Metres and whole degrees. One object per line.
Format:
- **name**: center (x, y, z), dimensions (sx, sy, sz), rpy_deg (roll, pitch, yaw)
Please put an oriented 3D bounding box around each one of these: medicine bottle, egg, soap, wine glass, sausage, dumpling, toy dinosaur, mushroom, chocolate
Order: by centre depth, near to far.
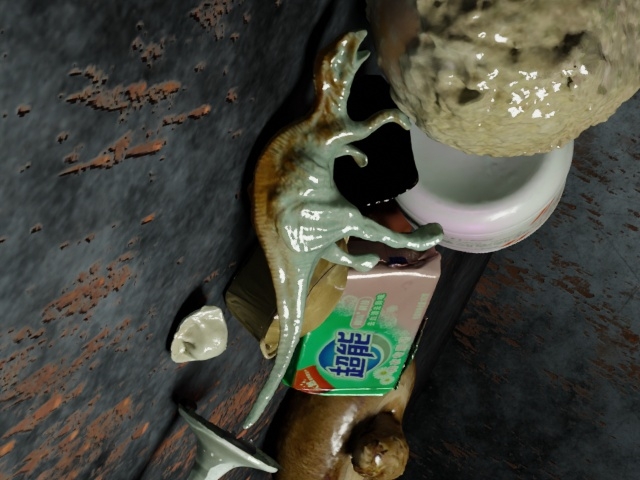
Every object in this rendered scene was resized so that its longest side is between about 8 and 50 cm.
- **egg**: center (0.179, -0.211, 0.871), dimensions (0.310, 0.279, 0.279), rpy_deg (18, 103, -49)
- **toy dinosaur**: center (0.000, 0.000, 0.894), dimensions (0.206, 0.092, 0.392), rpy_deg (23, 103, -34)
- **dumpling**: center (-0.124, 0.094, 0.906), dimensions (0.076, 0.057, 0.052), rpy_deg (150, -62, -68)
- **wine glass**: center (-0.178, 0.338, 0.980), dimensions (0.321, 0.143, 0.143), rpy_deg (-56, 164, -7)
- **chocolate**: center (0.050, -0.097, 0.986), dimensions (0.080, 0.125, 0.148), rpy_deg (-158, -87, -88)
- **soap**: center (0.043, 0.095, 1.201), dimensions (0.273, 0.218, 0.098), rpy_deg (105, -15, -45)
- **medicine bottle**: center (0.210, -0.104, 1.224), dimensions (0.241, 0.241, 0.302), rpy_deg (-60, 165, -3)
- **sausage**: center (0.082, -0.017, 1.300), dimensions (0.077, 0.077, 0.194), rpy_deg (-66, 166, 20)
- **mushroom**: center (0.046, 0.307, 1.553), dimensions (0.345, 0.239, 0.345), rpy_deg (-38, 171, -7)

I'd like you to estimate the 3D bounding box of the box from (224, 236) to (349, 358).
- **box**: center (-0.027, 0.043, 0.992), dimensions (0.177, 0.111, 0.111), rpy_deg (-56, 164, -17)
